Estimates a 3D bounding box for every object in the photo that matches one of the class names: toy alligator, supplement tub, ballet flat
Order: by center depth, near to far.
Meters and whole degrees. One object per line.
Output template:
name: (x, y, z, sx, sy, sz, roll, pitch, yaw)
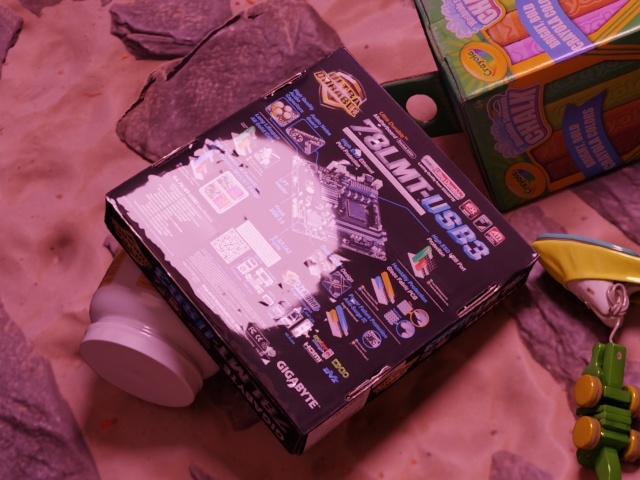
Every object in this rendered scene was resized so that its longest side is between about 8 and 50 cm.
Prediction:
toy alligator: (0.246, 0.132, 1.280, 0.051, 0.056, 0.189, -34, 45, 57)
ballet flat: (0.293, 0.046, 1.324, 0.231, 0.077, 0.077, 9, 73, 25)
supplement tub: (-0.139, 0.048, 1.443, 0.144, 0.144, 0.199, 10, 59, 28)

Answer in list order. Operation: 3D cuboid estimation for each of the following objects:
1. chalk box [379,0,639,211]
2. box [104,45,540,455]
chalk box: (0.206, -0.166, 1.447, 0.289, 0.180, 0.179, -23, 49, 6)
box: (0.000, 0.000, 1.368, 0.293, 0.073, 0.295, -35, 74, -23)
